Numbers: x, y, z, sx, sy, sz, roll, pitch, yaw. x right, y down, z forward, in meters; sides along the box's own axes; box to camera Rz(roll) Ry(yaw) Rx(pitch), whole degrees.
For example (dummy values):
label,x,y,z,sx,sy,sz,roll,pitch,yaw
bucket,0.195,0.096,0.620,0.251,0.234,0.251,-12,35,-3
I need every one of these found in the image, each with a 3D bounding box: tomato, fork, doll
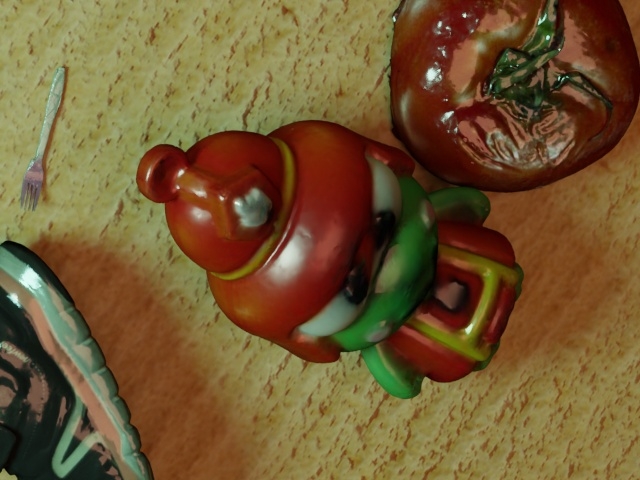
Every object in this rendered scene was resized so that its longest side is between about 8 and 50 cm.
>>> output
label,x,y,z,sx,sy,sz,roll,pitch,yaw
tomato,0.169,-0.137,1.511,0.228,0.101,0.228,-4,103,-16
fork,-0.215,-0.079,1.429,0.016,0.012,0.115,12,91,-26
doll,0.001,0.000,1.431,0.363,0.160,0.183,24,90,-41

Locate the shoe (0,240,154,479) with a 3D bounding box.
label,x,y,z,sx,sy,sz,roll,pitch,yaw
shoe,-0.220,0.150,1.414,0.137,0.114,0.291,-28,106,-18
